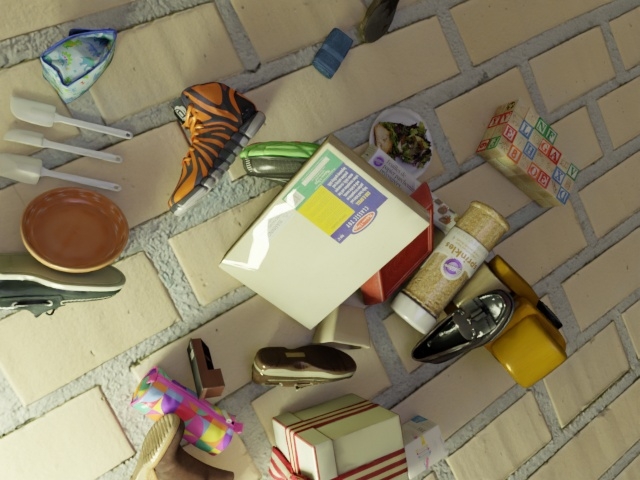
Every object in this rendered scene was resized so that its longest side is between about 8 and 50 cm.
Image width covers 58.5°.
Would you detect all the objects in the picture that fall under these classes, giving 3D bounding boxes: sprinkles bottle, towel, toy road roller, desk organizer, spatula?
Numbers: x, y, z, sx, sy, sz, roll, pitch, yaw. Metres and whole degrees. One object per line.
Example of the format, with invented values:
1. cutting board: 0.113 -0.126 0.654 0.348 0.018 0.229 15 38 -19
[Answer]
1. sprinkles bottle: 0.330 0.068 1.463 0.121 0.121 0.355 39 88 -18
2. towel: 0.029 -0.471 1.436 0.067 0.029 0.119 35 76 -20
3. toy road roller: 0.493 0.223 1.480 0.329 0.240 0.202 42 106 -14
4. desk organizer: -0.249 0.275 1.240 0.050 0.047 0.130 -1 46 -28
5. spatula: -0.526 -0.187 1.186 0.242 0.019 0.168 12 78 -25

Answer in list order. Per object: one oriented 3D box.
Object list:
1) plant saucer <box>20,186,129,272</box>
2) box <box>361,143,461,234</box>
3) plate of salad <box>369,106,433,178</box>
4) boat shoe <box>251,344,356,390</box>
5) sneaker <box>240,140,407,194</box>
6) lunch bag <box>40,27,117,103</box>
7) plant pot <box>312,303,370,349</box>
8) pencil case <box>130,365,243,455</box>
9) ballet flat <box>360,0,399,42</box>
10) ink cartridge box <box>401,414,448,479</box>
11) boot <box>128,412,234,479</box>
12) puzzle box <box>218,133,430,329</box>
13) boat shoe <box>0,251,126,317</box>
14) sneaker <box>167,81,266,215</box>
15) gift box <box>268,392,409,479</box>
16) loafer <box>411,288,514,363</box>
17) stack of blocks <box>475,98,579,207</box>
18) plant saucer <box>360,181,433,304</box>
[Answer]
1. plant saucer: -0.489 -0.018 1.143 0.200 0.037 0.200 15 52 -20
2. box: 0.237 -0.126 1.487 0.324 0.067 0.063 36 96 -23
3. plate of salad: 0.221 -0.256 1.507 0.199 0.048 0.200 1 87 -24
4. boat shoe: -0.042 0.308 1.361 0.257 0.095 0.095 10 121 -21
5. sneaker: 0.027 -0.087 1.317 0.482 0.185 0.202 24 85 -32
6. lunch bag: -0.477 -0.363 1.150 0.151 0.129 0.096 -41 105 -19
7. plant pot: 0.053 0.209 1.392 0.109 0.109 0.096 13 72 -24
8. pencil case: -0.288 0.368 1.232 0.236 0.104 0.104 37 74 -19
9. ballet flat: 0.166 -0.624 1.493 0.250 0.058 0.084 -62 146 -8
10. ink cartridge box: 0.235 0.533 1.467 0.143 0.092 0.090 -24 99 -22
11. boot: -0.277 0.474 1.209 0.206 0.090 0.248 19 111 -27
12. puzzle box: 0.000 0.000 1.235 0.272 0.409 0.052 37 31 -14
13. boat shoe: -0.563 0.096 1.112 0.340 0.127 0.113 4 116 -32
14. sneaker: -0.274 -0.215 1.255 0.180 0.124 0.321 39 63 -14
15. gift box: 0.040 0.528 1.293 0.258 0.255 0.276 -9 89 -26
16. loafer: 0.348 0.227 1.422 0.095 0.302 0.109 -1 55 -44
17. stack of blocks: 0.614 -0.248 1.662 0.297 0.087 0.171 34 75 -20
18. plant saucer: 0.197 0.023 1.400 0.258 0.047 0.259 -43 147 -19
